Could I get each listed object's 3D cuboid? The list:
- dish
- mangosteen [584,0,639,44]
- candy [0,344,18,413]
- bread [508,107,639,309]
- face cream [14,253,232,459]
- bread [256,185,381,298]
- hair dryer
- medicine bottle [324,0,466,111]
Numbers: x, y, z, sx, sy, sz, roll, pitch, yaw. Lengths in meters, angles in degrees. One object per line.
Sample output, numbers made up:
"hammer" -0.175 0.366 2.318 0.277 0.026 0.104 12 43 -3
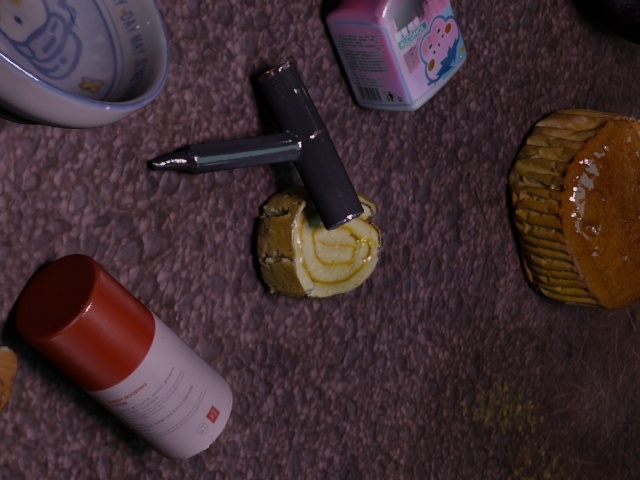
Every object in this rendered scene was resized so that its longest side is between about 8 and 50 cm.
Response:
"dish" -0.264 -0.181 1.181 0.273 0.134 0.273 38 30 -27
"mangosteen" 0.462 -0.391 1.857 0.300 0.300 0.300 -10 104 -47
"candy" -0.320 0.213 1.214 0.143 0.101 0.271 20 76 -55
"bread" 0.354 -0.043 1.903 0.227 0.142 0.253 -39 126 -29
"face cream" -0.177 0.109 1.356 0.214 0.096 0.096 49 61 -41
"bread" 0.000 0.000 1.563 0.156 0.064 0.117 -2 101 -47
"hair dryer" -0.068 -0.069 1.457 0.195 0.050 0.173 -25 85 -31
"medicine bottle" 0.072 -0.244 1.581 0.119 0.094 0.188 -45 128 -32
